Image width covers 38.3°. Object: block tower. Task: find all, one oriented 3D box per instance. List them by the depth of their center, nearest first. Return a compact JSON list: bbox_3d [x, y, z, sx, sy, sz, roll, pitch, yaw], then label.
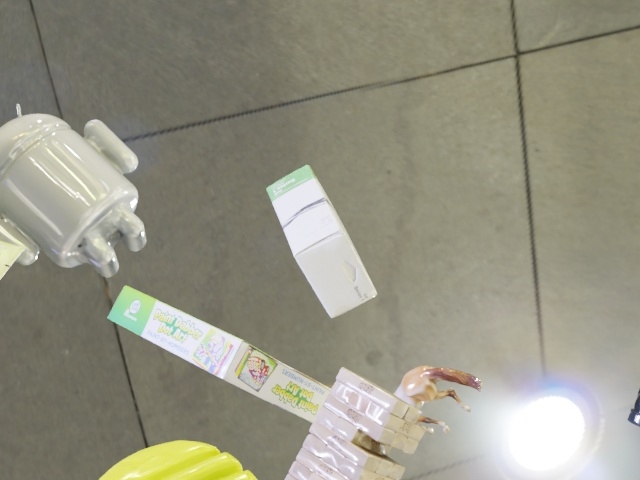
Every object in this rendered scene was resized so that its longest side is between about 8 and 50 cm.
[{"bbox_3d":[0.000,0.323,1.052,0.091,0.097,0.335,33,84,-50],"label":"block tower"}]

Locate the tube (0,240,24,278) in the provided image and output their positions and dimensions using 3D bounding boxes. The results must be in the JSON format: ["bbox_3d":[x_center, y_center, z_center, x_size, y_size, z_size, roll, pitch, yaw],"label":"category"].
[{"bbox_3d":[-0.634,0.005,1.562,0.240,0.062,0.070,19,88,5],"label":"tube"}]

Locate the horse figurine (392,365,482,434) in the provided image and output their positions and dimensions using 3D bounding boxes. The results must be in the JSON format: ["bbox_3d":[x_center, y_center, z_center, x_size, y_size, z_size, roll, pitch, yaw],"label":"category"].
[{"bbox_3d":[0.195,0.306,1.759,0.174,0.066,0.263,22,131,-18],"label":"horse figurine"}]

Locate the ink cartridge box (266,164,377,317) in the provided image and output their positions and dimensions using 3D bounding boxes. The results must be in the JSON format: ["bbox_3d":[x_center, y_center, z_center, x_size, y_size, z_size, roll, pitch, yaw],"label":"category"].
[{"bbox_3d":[0.000,0.000,1.560,0.092,0.219,0.160,-28,126,3],"label":"ink cartridge box"}]

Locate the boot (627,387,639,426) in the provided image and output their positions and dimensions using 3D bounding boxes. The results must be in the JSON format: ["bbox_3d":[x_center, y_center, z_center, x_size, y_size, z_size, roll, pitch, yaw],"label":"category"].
[{"bbox_3d":[0.338,0.134,0.894,0.121,0.045,0.099,16,97,-60],"label":"boot"}]

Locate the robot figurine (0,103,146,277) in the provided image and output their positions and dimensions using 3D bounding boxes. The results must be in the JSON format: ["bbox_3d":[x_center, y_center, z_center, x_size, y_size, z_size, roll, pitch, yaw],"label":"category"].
[{"bbox_3d":[-0.478,-0.091,1.685,0.353,0.200,0.300,43,69,7],"label":"robot figurine"}]

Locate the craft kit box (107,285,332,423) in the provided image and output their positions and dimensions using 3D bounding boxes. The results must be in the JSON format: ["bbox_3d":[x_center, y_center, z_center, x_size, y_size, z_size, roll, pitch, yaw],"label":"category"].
[{"bbox_3d":[-0.112,0.156,1.197,0.246,0.250,0.061,40,75,-43],"label":"craft kit box"}]

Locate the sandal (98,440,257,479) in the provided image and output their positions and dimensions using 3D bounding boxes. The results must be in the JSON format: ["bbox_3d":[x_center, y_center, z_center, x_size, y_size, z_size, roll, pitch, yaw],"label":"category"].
[{"bbox_3d":[-0.054,0.258,0.513,0.126,0.317,0.138,-15,139,-17],"label":"sandal"}]
